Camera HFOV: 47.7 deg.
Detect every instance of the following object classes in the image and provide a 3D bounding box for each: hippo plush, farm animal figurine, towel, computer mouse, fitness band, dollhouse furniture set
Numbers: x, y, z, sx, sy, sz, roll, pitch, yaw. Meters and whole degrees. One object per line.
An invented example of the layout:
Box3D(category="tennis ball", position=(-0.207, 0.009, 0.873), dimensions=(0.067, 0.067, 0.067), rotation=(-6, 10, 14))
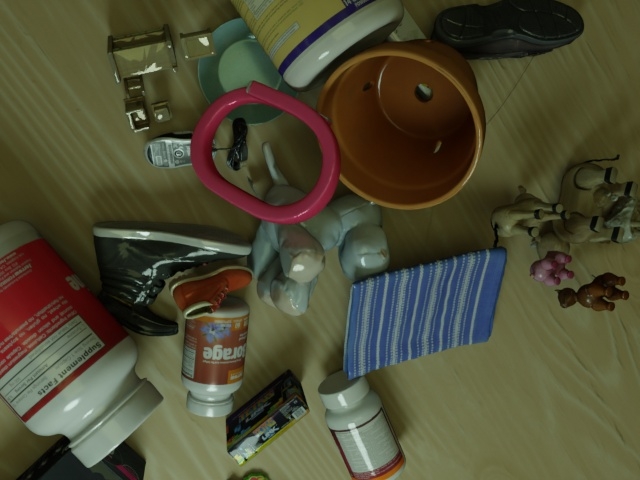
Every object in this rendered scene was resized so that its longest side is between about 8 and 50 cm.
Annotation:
Box3D(category="hippo plush", position=(0.000, 0.000, 1.374), dimensions=(0.236, 0.234, 0.294), rotation=(-3, 58, -26))
Box3D(category="farm animal figurine", position=(0.484, -0.030, 1.434), dimensions=(0.330, 0.172, 0.327), rotation=(42, 73, -27))
Box3D(category="towel", position=(0.205, 0.141, 1.403), dimensions=(0.335, 0.040, 0.243), rotation=(-12, 128, -20))
Box3D(category="computer mouse", position=(-0.231, -0.177, 1.351), dimensions=(0.192, 0.042, 0.106), rotation=(-2, 131, -6))
Box3D(category="fitness band", position=(-0.095, -0.150, 1.235), dimensions=(0.290, 0.054, 0.209), rotation=(29, 94, 23))
Box3D(category="dollhouse furniture set", position=(-0.276, -0.302, 1.321), dimensions=(0.181, 0.101, 0.161), rotation=(-13, 126, -7))

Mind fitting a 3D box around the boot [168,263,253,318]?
Box3D(category="boot", position=(-0.189, 0.096, 1.323), dimensions=(0.157, 0.085, 0.059), rotation=(-15, 140, -21))

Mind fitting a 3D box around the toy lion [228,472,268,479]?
Box3D(category="toy lion", position=(-0.149, 0.535, 1.508), dimensions=(0.096, 0.034, 0.100), rotation=(0, 101, -17))

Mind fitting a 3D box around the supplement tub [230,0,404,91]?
Box3D(category="supplement tub", position=(-0.039, -0.449, 1.222), dimensions=(0.241, 0.241, 0.331), rotation=(-34, 93, -1))

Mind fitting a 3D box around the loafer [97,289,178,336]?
Box3D(category="loafer", position=(-0.352, 0.142, 1.389), dimensions=(0.169, 0.062, 0.061), rotation=(15, 93, -12))

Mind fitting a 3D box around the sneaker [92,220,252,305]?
Box3D(category="sneaker", position=(-0.280, 0.048, 1.366), dimensions=(0.295, 0.104, 0.147), rotation=(4, 103, -5))

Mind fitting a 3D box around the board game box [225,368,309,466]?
Box3D(category="board game box", position=(-0.107, 0.344, 1.421), dimensions=(0.170, 0.141, 0.048), rotation=(-39, 105, 0))

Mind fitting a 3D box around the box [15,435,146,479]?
Box3D(category="box", position=(-0.491, 0.497, 1.388), dimensions=(0.270, 0.143, 0.165), rotation=(-43, 104, 0))

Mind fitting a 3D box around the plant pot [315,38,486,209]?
Box3D(category="plant pot", position=(0.162, -0.229, 1.282), dimensions=(0.290, 0.203, 0.291), rotation=(13, 127, 18))

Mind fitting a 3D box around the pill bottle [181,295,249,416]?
Box3D(category="pill bottle", position=(-0.204, 0.221, 1.394), dimensions=(0.121, 0.121, 0.216), rotation=(4, 100, -10))

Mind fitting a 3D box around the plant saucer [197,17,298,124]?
Box3D(category="plant saucer", position=(-0.131, -0.314, 1.351), dimensions=(0.194, 0.037, 0.195), rotation=(-2, 100, -9))

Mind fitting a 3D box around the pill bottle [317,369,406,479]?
Box3D(category="pill bottle", position=(0.081, 0.378, 1.467), dimensions=(0.121, 0.121, 0.221), rotation=(-24, 103, -4))

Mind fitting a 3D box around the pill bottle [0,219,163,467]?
Box3D(category="pill bottle", position=(-0.471, 0.184, 1.260), dimensions=(0.229, 0.229, 0.408), rotation=(-40, 94, 0))

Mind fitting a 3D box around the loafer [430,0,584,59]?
Box3D(category="loafer", position=(0.353, -0.401, 1.397), dimensions=(0.302, 0.095, 0.109), rotation=(-6, 71, -12))

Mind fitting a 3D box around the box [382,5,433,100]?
Box3D(category="box", position=(0.174, -0.357, 1.376), dimensions=(0.063, 0.067, 0.324), rotation=(-39, 103, -1))
